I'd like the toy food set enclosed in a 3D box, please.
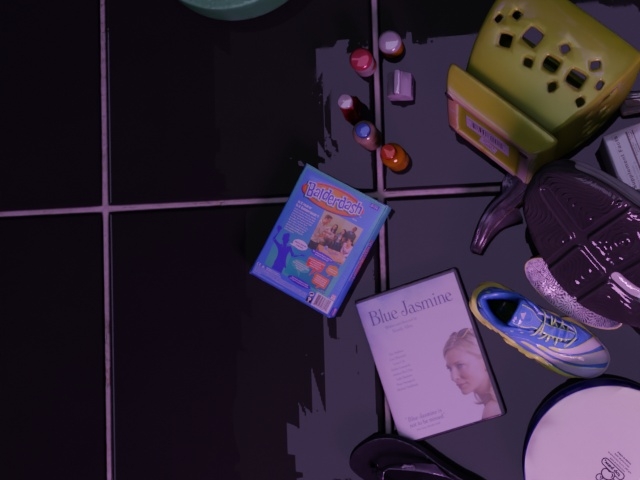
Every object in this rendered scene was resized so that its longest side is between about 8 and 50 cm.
[{"bbox_3d":[0.091,-0.235,1.603,0.111,0.104,0.232,1,87,13],"label":"toy food set"}]

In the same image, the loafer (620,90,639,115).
[{"bbox_3d":[0.536,-0.218,1.540,0.125,0.045,0.039,1,104,19],"label":"loafer"}]

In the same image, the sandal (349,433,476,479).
[{"bbox_3d":[0.166,0.387,1.565,0.254,0.054,0.097,21,108,13],"label":"sandal"}]

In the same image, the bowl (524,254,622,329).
[{"bbox_3d":[0.407,0.053,1.504,0.170,0.170,0.080,34,72,12],"label":"bowl"}]

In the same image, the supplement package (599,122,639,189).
[{"bbox_3d":[0.533,-0.136,1.499,0.179,0.105,0.105,-20,83,11],"label":"supplement package"}]

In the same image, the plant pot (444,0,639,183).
[{"bbox_3d":[0.316,-0.227,1.475,0.228,0.227,0.207,40,86,14],"label":"plant pot"}]

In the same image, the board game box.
[{"bbox_3d":[0.000,0.000,1.639,0.160,0.047,0.210,29,94,13],"label":"board game box"}]

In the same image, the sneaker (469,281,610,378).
[{"bbox_3d":[0.337,0.145,1.516,0.240,0.126,0.091,27,93,13],"label":"sneaker"}]

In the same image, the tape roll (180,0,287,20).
[{"bbox_3d":[-0.154,-0.547,1.690,0.321,0.077,0.321,-1,86,12],"label":"tape roll"}]

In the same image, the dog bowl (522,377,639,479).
[{"bbox_3d":[0.442,0.346,1.493,0.264,0.104,0.265,-1,86,13],"label":"dog bowl"}]

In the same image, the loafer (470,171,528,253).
[{"bbox_3d":[0.299,-0.047,1.570,0.061,0.062,0.170,31,94,9],"label":"loafer"}]

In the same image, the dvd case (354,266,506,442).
[{"bbox_3d":[0.179,0.190,1.602,0.180,0.022,0.253,-20,83,11],"label":"dvd case"}]

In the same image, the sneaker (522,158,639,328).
[{"bbox_3d":[0.482,-0.003,1.418,0.447,0.257,0.169,38,132,-12],"label":"sneaker"}]
